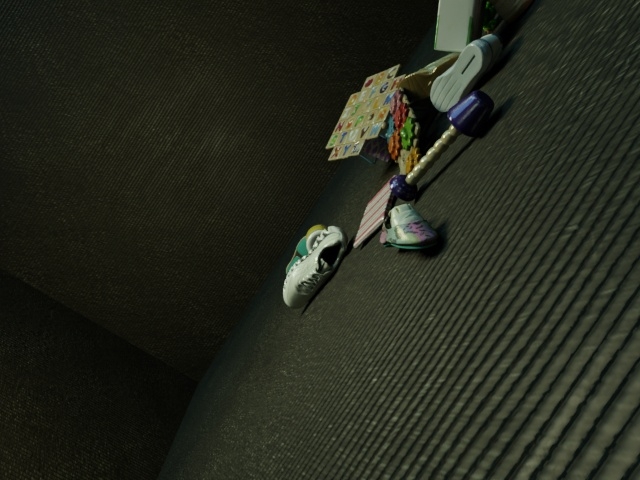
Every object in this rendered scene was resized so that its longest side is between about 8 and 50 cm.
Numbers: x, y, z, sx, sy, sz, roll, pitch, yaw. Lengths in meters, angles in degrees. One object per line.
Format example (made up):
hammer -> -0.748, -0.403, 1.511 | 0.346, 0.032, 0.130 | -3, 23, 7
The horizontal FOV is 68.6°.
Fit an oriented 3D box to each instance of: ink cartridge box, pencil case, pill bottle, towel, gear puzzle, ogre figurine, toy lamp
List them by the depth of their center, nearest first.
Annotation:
toy lamp -> 0.248, -0.191, 0.974 | 0.274, 0.080, 0.080 | -50, 10, 47
ink cartridge box -> 0.363, -0.573, 1.200 | 0.208, 0.087, 0.153 | -43, -41, -54
gear puzzle -> 0.214, -0.263, 1.257 | 0.339, 0.044, 0.175 | -96, 10, -47
towel -> 0.158, -0.077, 1.278 | 0.144, 0.029, 0.197 | -49, 13, 46
ogre figurine -> 0.486, -0.674, 1.357 | 0.197, 0.097, 0.118 | -58, 0, -39
pill bottle -> 0.000, 0.000, 1.660 | 0.103, 0.103, 0.184 | -56, 8, 7
pencil case -> 0.171, -0.355, 1.662 | 0.086, 0.206, 0.088 | -73, 9, -59

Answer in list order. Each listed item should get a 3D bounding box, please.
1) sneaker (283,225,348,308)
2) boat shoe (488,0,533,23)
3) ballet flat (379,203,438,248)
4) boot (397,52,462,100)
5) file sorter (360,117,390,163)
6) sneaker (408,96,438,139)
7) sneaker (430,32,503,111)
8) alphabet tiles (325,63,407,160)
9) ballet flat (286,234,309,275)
sneaker -> -0.017, 0.092, 1.426 | 0.292, 0.110, 0.118 | -56, 16, 10
boat shoe -> 0.520, -0.708, 1.239 | 0.121, 0.110, 0.341 | -47, 13, 54
ballet flat -> 0.151, -0.025, 0.859 | 0.221, 0.077, 0.079 | -178, 78, -85
boot -> 0.336, -0.472, 1.321 | 0.213, 0.077, 0.165 | -13, 23, 45
file sorter -> 0.230, -0.419, 1.922 | 0.170, 0.104, 0.118 | -53, 9, 34
sneaker -> 0.264, -0.368, 1.411 | 0.227, 0.130, 0.087 | -60, 6, -3
sneaker -> 0.363, -0.405, 1.161 | 0.091, 0.094, 0.258 | -30, -3, -17
alphabet tiles -> 0.142, -0.414, 1.535 | 0.285, 0.011, 0.342 | 4, 66, 58
ballet flat -> -0.068, 0.058, 1.990 | 0.248, 0.086, 0.086 | -54, 8, 31
